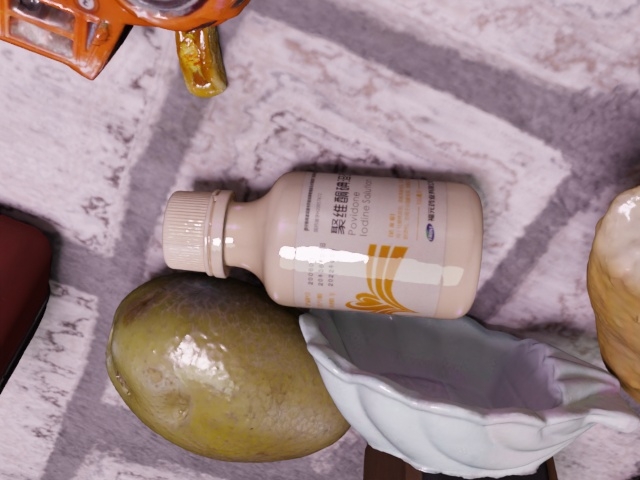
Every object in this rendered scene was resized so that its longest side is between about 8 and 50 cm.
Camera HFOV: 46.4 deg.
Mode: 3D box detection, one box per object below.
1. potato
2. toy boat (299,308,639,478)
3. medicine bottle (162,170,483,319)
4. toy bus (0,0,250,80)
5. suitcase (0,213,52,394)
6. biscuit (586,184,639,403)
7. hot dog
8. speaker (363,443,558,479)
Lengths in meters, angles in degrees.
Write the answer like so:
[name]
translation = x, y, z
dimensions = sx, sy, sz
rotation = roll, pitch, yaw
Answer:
[potato]
translation = -0.074, 0.124, 0.695
dimensions = 0.251, 0.159, 0.174
rotation = 19, 158, -18
[toy boat]
translation = 0.116, 0.129, 0.643
dimensions = 0.290, 0.199, 0.100
rotation = 11, 110, -6
[medicine bottle]
translation = 0.000, 0.000, 0.615
dimensions = 0.252, 0.114, 0.114
rotation = 5, 129, 4
[toy bus]
translation = -0.195, -0.208, 0.460
dimensions = 0.329, 0.143, 0.153
rotation = 19, 138, -10
[suitcase]
translation = -0.400, 0.055, 0.623
dimensions = 0.297, 0.236, 0.161
rotation = 21, 127, -11
[biscuit]
translation = 0.388, 0.140, 0.536
dimensions = 0.429, 0.104, 0.446
rotation = 26, 166, 24
[hot dog]
translation = -0.092, -0.144, 0.561
dimensions = 0.030, 0.034, 0.090
rotation = 0, 127, 5
[speaker]
translation = 0.131, 0.269, 0.737
dimensions = 0.153, 0.231, 0.192
rotation = 14, 129, -5
